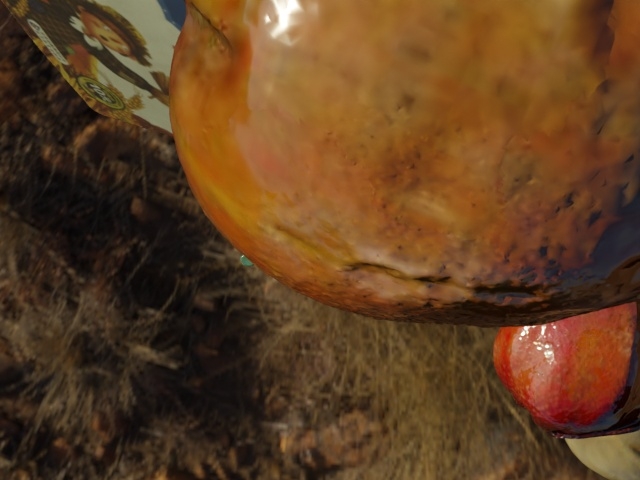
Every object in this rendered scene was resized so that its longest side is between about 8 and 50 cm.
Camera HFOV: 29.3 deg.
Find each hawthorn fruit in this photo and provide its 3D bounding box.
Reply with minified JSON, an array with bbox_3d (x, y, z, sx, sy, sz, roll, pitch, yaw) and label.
[{"bbox_3d":[0.093,-0.082,0.525,0.298,0.277,0.277,28,116,16],"label":"hawthorn fruit"},{"bbox_3d":[0.304,0.106,1.380,0.189,0.189,0.251,18,101,-6],"label":"hawthorn fruit"}]

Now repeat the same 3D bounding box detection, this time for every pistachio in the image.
[{"bbox_3d":[0.436,0.282,1.740,0.226,0.136,0.136,34,113,-23],"label":"pistachio"}]

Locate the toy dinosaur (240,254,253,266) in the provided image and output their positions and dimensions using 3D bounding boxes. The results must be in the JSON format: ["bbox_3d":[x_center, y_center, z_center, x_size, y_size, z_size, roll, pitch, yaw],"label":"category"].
[{"bbox_3d":[-0.008,0.008,1.633,0.292,0.120,0.079,26,126,14],"label":"toy dinosaur"}]

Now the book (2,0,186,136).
[{"bbox_3d":[-0.139,-0.182,1.225,0.428,0.039,0.300,18,157,31],"label":"book"}]
